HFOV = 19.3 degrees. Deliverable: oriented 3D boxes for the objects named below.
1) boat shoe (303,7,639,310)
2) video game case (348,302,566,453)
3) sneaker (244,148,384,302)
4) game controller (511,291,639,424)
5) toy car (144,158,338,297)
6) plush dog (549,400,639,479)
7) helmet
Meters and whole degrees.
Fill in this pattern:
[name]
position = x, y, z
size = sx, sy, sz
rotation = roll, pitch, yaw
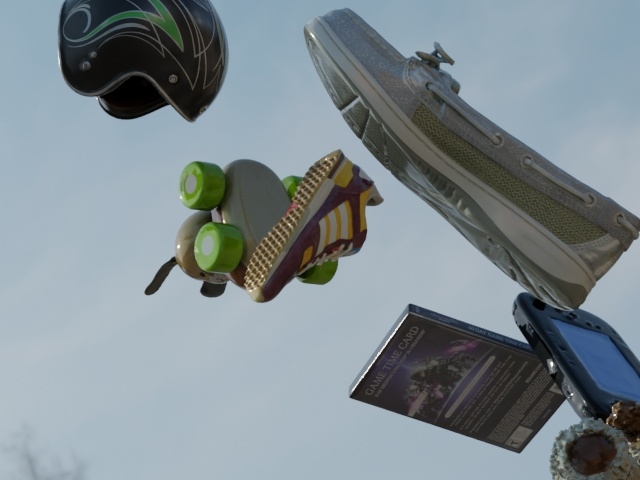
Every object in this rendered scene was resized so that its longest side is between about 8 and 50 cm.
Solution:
[boat shoe]
position = 0.118, -0.081, 1.544
size = 0.103, 0.320, 0.118
rotation = -46, -6, -9
[video game case]
position = 0.203, 0.195, 2.617
size = 0.274, 0.026, 0.196
rotation = 20, -48, -15
[sneaker]
position = 0.000, 0.000, 1.821
size = 0.084, 0.185, 0.069
rotation = 41, -29, -17
[game controller]
position = 0.362, 0.168, 2.438
size = 0.166, 0.319, 0.067
rotation = 9, -64, -22
[toy car]
position = -0.104, 0.017, 2.003
size = 0.155, 0.149, 0.188
rotation = 8, -36, -38
[plush dog]
position = 0.371, 0.298, 2.062
size = 0.225, 0.262, 0.210
rotation = -36, -18, -36
[helmet]
position = -0.176, -0.200, 1.943
size = 0.161, 0.169, 0.169
rotation = -8, -26, 12
